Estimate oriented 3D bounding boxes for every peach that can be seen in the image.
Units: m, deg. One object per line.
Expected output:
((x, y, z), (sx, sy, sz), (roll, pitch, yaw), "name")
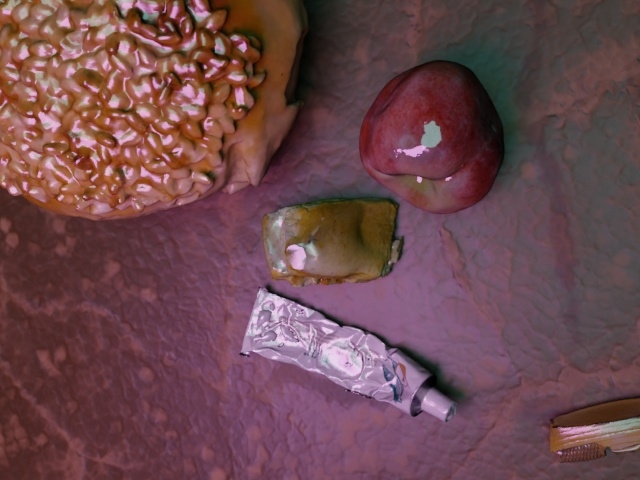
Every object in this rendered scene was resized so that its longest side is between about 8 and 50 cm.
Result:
((0.120, -0.112, 0.743), (0.152, 0.152, 0.152), (1, 92, 15), "peach")

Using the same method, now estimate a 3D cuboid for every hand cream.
((0.032, 0.134, 0.819), (0.257, 0.050, 0.084), (20, 95, 20), "hand cream")

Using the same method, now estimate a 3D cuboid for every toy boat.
((0.307, 0.193, 0.748), (0.149, 0.047, 0.049), (-16, 101, 18), "toy boat")

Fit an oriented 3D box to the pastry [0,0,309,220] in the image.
((-0.214, -0.203, 0.770), (0.409, 0.245, 0.410), (1, 94, 14), "pastry")

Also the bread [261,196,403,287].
((0.005, -0.001, 0.791), (0.156, 0.110, 0.103), (-10, 84, 14), "bread")
